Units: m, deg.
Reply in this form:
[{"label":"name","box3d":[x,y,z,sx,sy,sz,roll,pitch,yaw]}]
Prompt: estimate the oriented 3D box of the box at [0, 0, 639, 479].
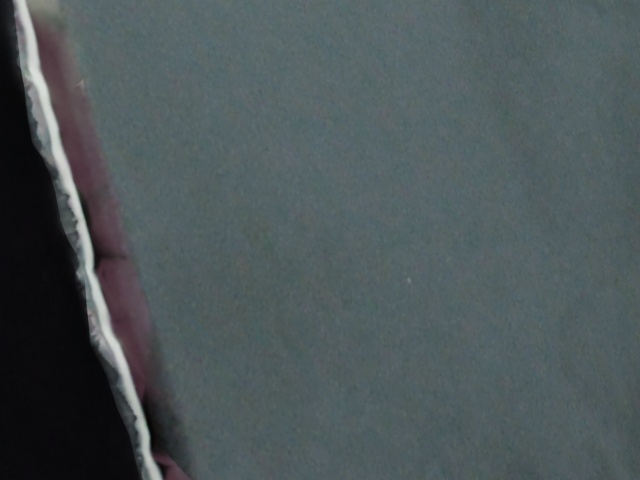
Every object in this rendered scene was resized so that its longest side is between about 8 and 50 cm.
[{"label":"box","box3d":[-0.058,0.036,0.784,0.480,0.472,0.297,-7,75,-47]}]
